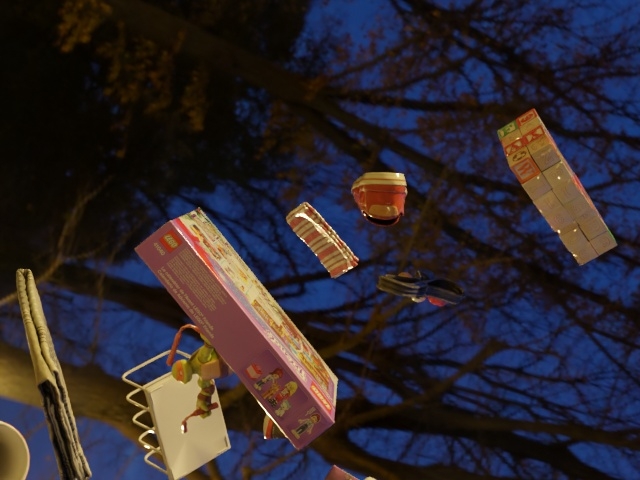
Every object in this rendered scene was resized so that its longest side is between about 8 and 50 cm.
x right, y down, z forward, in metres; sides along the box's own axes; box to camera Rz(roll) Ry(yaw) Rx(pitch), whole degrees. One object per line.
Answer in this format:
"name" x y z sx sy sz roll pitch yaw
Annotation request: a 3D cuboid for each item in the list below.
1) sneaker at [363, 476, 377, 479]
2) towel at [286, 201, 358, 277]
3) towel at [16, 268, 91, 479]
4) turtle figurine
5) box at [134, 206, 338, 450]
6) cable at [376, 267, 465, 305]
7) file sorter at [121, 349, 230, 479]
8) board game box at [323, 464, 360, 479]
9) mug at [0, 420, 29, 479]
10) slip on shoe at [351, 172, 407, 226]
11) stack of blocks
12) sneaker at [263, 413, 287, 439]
"sneaker" 0.198 0.597 1.966 0.152 0.305 0.114 -37 172 10
"towel" 0.000 0.000 2.319 0.029 0.197 0.144 -43 -177 -23
"towel" -0.475 0.253 1.730 0.324 0.056 0.312 -121 -156 -48
"turtle figurine" -0.162 0.213 1.647 0.087 0.217 0.270 -119 -153 -45
"box" -0.091 0.096 1.167 0.057 0.293 0.201 -38 -177 5
"cable" 0.186 0.102 1.817 0.072 0.139 0.287 -67 165 12
"file sorter" -0.393 0.456 2.586 0.173 0.192 0.278 13 -59 47
"board game box" 0.171 0.514 1.629 0.346 0.208 0.056 24 -121 30
"mug" -0.469 0.287 1.336 0.169 0.113 0.150 -16 -140 57
"slip on shoe" 0.126 -0.079 2.047 0.331 0.123 0.101 75 17 -88
"stack of blocks" 0.470 -0.094 1.914 0.087 0.297 0.171 -31 -155 17
"sneaker" -0.054 0.305 1.786 0.061 0.064 0.158 82 21 -46
